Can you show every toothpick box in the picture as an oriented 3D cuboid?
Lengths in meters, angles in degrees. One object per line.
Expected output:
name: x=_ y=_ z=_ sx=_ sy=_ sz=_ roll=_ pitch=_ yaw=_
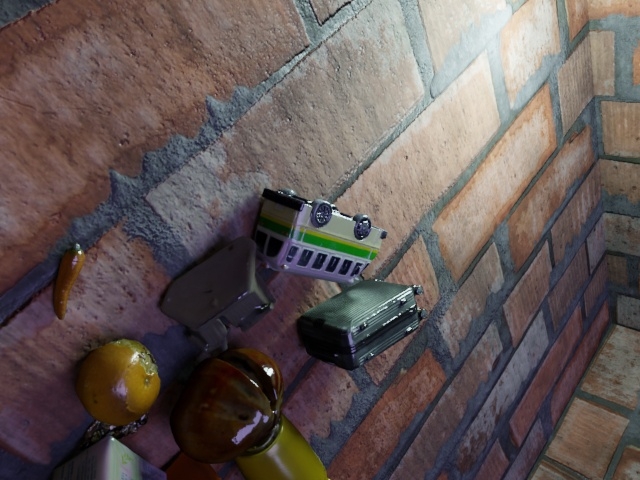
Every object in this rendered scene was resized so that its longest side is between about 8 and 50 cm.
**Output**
toothpick box: x=-0.106 y=0.531 z=1.202 sx=0.175 sy=0.175 sz=0.271 roll=-42 pitch=125 yaw=-27

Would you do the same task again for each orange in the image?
orange: x=-0.367 y=0.254 z=0.903 sx=0.156 sy=0.134 sz=0.157 roll=-3 pitch=90 yaw=-83

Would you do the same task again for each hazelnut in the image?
hazelnut: x=-0.184 y=0.348 z=1.037 sx=0.251 sy=0.217 sz=0.217 roll=-37 pitch=127 yaw=-46

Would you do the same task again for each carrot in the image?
carrot: x=-0.431 y=0.069 z=0.846 sx=0.035 sy=0.035 sz=0.142 roll=12 pitch=102 yaw=-45

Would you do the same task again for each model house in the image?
model house: x=-0.189 y=0.128 z=1.037 sx=0.229 sy=0.122 sz=0.188 roll=-38 pitch=140 yaw=-12

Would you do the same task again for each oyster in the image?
oyster: x=-0.397 y=0.367 z=0.970 sx=0.132 sy=0.029 sz=0.086 roll=-46 pitch=130 yaw=-26

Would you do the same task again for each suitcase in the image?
suitcase: x=0.109 y=0.201 z=1.283 sx=0.312 sy=0.202 sz=0.128 roll=-24 pitch=108 yaw=-36

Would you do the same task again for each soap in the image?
soap: x=-0.376 y=0.495 z=0.894 sx=0.138 sy=0.199 sz=0.182 roll=-31 pitch=127 yaw=1

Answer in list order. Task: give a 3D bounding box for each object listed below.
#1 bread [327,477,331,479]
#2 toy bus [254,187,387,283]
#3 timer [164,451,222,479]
bread: x=-0.081 y=0.800 z=1.284 sx=0.388 sy=0.236 sz=0.183 roll=-46 pitch=146 yaw=-34
toy bus: x=0.000 y=0.000 z=1.155 sx=0.305 sy=0.143 sz=0.179 roll=15 pitch=95 yaw=-46
timer: x=-0.297 y=0.636 z=1.068 sx=0.250 sy=0.161 sz=0.257 roll=-34 pitch=125 yaw=-27
